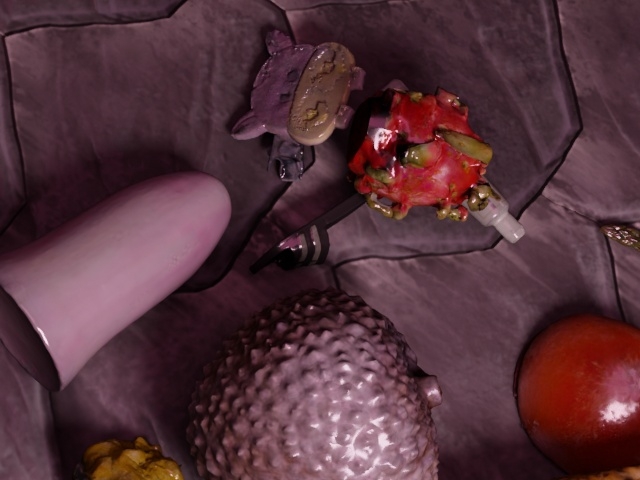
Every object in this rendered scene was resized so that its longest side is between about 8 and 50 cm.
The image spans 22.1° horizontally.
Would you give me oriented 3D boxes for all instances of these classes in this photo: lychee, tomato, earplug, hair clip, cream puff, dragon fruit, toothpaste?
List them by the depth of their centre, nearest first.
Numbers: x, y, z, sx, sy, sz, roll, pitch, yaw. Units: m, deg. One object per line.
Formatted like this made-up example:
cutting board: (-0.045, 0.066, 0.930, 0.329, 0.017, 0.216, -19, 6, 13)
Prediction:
lychee: (-0.005, 0.196, 1.785, 0.300, 0.300, 0.300, 3, 74, -9)
cream puff: (-0.203, 0.280, 1.816, 0.116, 0.146, 0.146, -28, 81, -33)
earplug: (-0.227, 0.021, 1.873, 0.301, 0.172, 0.172, -35, 83, -23)
dragon fruit: (0.122, -0.101, 1.930, 0.172, 0.166, 0.160, 14, 110, -11)
tomato: (0.348, 0.189, 1.945, 0.228, 0.112, 0.199, 19, 74, -2)
hair clip: (-0.024, -0.165, 1.990, 0.146, 0.056, 0.187, 11, 81, 24)
toothpaste: (0.159, -0.094, 2.025, 0.067, 0.037, 0.255, -43, 83, -12)

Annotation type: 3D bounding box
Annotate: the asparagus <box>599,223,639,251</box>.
asparagus: (0.455, 0.035, 2.047, 0.236, 0.027, 0.034, 30, 61, -1)

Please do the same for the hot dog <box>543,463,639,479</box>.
hot dog: (0.305, 0.355, 1.832, 0.405, 0.223, 0.185, -9, 75, -3)

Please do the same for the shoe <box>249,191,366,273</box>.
shoe: (0.000, 0.000, 1.957, 0.179, 0.071, 0.049, -33, 86, -21)
